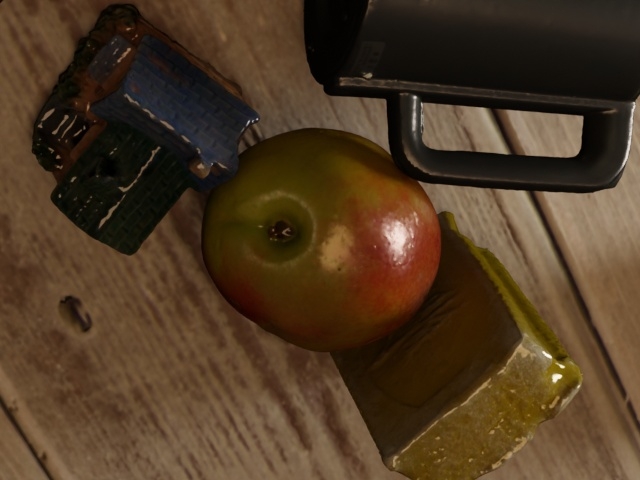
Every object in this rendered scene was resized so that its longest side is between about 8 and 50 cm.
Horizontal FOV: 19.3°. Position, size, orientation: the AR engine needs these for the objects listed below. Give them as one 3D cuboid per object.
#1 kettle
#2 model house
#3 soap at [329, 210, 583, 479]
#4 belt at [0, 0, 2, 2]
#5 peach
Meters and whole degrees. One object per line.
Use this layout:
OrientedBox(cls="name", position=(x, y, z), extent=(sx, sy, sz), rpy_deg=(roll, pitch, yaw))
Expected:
OrientedBox(cls="kettle", position=(0.159, -0.202, 1.747), extent=(0.308, 0.262, 0.203), rpy_deg=(7, 143, -18))
OrientedBox(cls="model house", position=(-0.170, -0.093, 1.758), extent=(0.166, 0.172, 0.183), rpy_deg=(35, 101, -24))
OrientedBox(cls="soap", position=(0.117, 0.111, 1.827), extent=(0.199, 0.315, 0.091), rpy_deg=(-43, 114, 9))
OrientedBox(cls="belt", position=(-0.378, -0.354, 1.637), extent=(0.217, 0.122, 0.338), rpy_deg=(-24, 117, -4))
OrientedBox(cls="peach", position=(0.000, 0.000, 1.799), extent=(0.231, 0.231, 0.231), rpy_deg=(-4, 113, -11))
